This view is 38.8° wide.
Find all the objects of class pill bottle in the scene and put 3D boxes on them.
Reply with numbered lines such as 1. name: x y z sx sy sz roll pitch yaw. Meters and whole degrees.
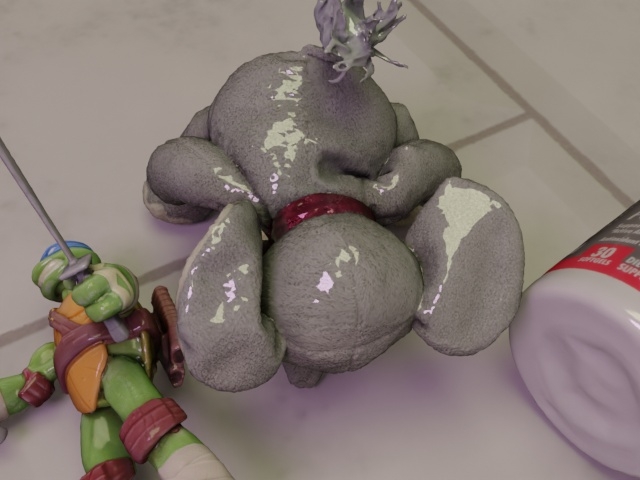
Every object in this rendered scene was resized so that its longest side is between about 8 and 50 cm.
1. pill bottle: 0.319 0.032 0.738 0.318 0.176 0.176 -33 60 -27

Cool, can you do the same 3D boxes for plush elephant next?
1. plush elephant: 0.000 0.000 0.702 0.271 0.330 0.256 2 69 -12

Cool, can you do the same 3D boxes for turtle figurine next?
1. turtle figurine: -0.190 0.105 0.624 0.197 0.275 0.266 -35 65 0
